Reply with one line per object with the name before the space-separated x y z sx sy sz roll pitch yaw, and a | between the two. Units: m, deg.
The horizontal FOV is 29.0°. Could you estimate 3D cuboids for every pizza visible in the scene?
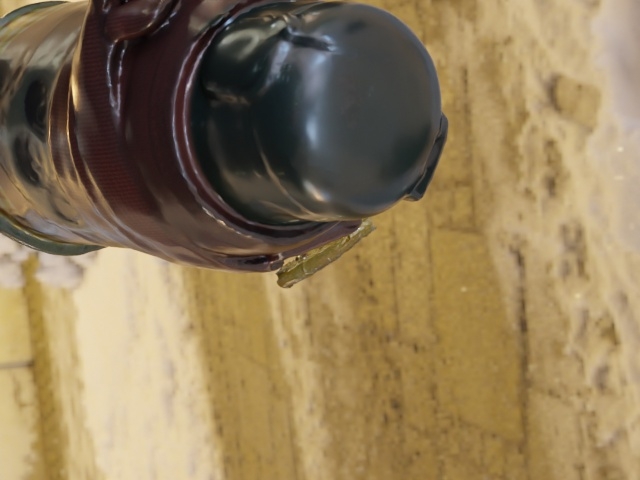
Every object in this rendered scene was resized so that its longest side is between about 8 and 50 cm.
pizza | 0.000 0.000 0.916 0.025 0.083 0.078 52 -173 -15

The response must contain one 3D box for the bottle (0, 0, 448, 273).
bottle | -0.061 -0.061 0.551 0.271 0.156 0.143 3 65 52
